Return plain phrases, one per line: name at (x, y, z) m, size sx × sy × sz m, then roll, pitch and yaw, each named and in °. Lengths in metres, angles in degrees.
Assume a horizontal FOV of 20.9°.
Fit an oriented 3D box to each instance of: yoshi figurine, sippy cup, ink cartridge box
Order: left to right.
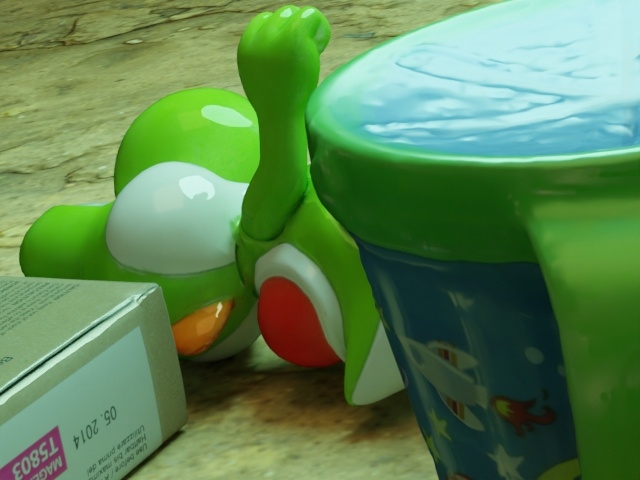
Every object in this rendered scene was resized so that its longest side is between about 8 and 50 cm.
ink cartridge box at (-0.211, 0.100, 0.859) m, size 0.193 × 0.088 × 0.234 m, roll 3°, pitch 24°, yaw 32°
yoshi figurine at (0.003, -0.027, 0.966) m, size 0.362 × 0.204 × 0.203 m, roll -3°, pitch 6°, yaw 28°
sippy cup at (0.127, 0.034, 0.648) m, size 0.240 × 0.224 × 0.305 m, roll 10°, pitch 30°, yaw 44°
